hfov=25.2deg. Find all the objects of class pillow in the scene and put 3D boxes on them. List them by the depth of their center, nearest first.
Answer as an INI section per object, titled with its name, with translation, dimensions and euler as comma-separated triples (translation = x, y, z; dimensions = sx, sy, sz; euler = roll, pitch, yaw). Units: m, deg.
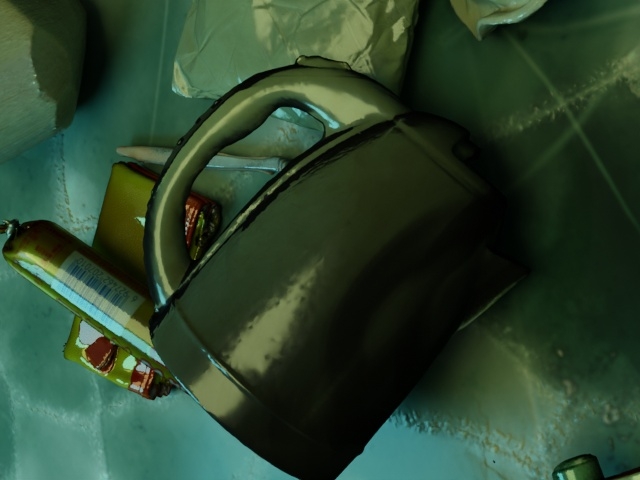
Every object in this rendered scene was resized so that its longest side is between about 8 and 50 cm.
[pillow]
translation = -0.023, -0.250, 1.409
dimensions = 0.281, 0.076, 0.274
euler = 19, 102, 34

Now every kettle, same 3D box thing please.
[kettle]
translation = 0.000, 0.000, 1.302
dimensions = 0.321, 0.228, 0.324
euler = 42, 97, 9

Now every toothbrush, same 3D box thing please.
[toothbrush]
translation = -0.076, -0.078, 1.490
dimensions = 0.375, 0.028, 0.037
euler = 7, 91, 36

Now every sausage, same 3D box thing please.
[sausage]
translation = -0.194, 0.079, 1.496
dimensions = 0.372, 0.082, 0.082
euler = 33, 113, 14

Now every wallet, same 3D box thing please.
[wallet]
translation = -0.199, 0.047, 1.569
dimensions = 0.141, 0.067, 0.241
euler = 24, 107, 31

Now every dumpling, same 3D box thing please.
[dumpling]
translation = 0.150, -0.240, 1.268
dimensions = 0.169, 0.100, 0.134
euler = 47, 133, 27

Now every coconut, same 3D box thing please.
[coconut]
translation = -0.381, -0.203, 1.584
dimensions = 0.237, 0.266, 0.237
euler = 47, 155, 30

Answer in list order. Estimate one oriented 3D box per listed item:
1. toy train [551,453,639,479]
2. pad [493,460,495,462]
[toy train]
translation = 0.295, 0.306, 1.193
dimensions = 0.177, 0.116, 0.285
euler = -23, 79, 24
[pad]
translation = 0.165, 0.358, 1.256
dimensions = 0.250, 0.055, 0.323
euler = 28, 129, 33
